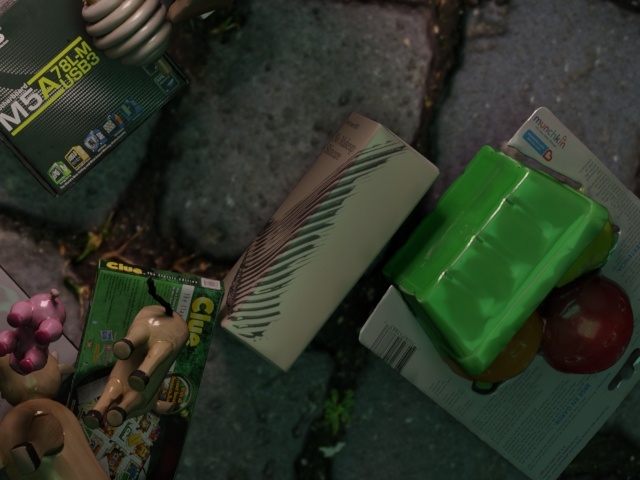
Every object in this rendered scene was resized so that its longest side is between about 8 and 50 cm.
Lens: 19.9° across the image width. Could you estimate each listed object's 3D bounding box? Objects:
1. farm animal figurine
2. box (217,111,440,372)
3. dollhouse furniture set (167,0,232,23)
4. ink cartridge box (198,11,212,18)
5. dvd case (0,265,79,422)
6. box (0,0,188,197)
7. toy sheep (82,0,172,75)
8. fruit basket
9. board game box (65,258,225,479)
[{"bbox_3d":[-0.271,0.181,1.844,0.330,0.172,0.326,-1,110,19],"label":"farm animal figurine"},{"bbox_3d":[0.000,0.000,1.962,0.094,0.113,0.275,37,89,-19],"label":"box"},{"bbox_3d":[-0.011,-0.456,1.719,0.394,0.256,0.362,-20,87,-22],"label":"dollhouse furniture set"},{"bbox_3d":[-0.136,-0.311,1.857,0.090,0.092,0.143,-39,109,-5],"label":"ink cartridge box"},{"bbox_3d":[-0.389,0.100,1.910,0.179,0.029,0.238,-41,111,-4],"label":"dvd case"},{"bbox_3d":[-0.264,-0.173,1.876,0.191,0.045,0.184,-41,112,-6],"label":"box"},{"bbox_3d":[-0.192,-0.218,1.820,0.091,0.091,0.132,-46,111,-3],"label":"toy sheep"},{"bbox_3d":[0.247,0.069,2.054,0.327,0.165,0.353,-51,127,0],"label":"fruit basket"},{"bbox_3d":[-0.196,0.149,1.940,0.136,0.030,0.259,12,113,-9],"label":"board game box"}]
